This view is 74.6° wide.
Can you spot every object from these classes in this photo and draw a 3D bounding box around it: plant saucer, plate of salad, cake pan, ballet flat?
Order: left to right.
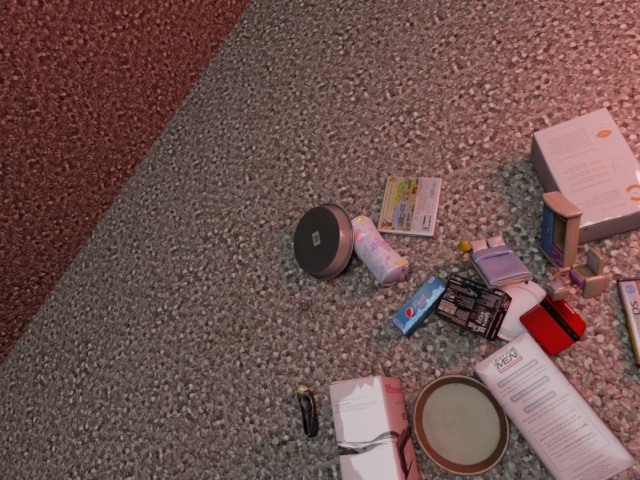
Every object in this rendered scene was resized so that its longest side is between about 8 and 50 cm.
[{"bbox_3d":[-0.046,0.581,1.440,0.057,0.049,0.173,-24,63,13],"label":"ballet flat"},{"bbox_3d":[0.000,0.000,1.572,0.293,0.054,0.294,-11,75,44],"label":"cake pan"},{"bbox_3d":[0.416,0.545,1.257,0.277,0.041,0.278,-8,68,20],"label":"plant saucer"},{"bbox_3d":[0.603,0.214,1.294,0.199,0.048,0.200,-8,70,21],"label":"plate of salad"}]

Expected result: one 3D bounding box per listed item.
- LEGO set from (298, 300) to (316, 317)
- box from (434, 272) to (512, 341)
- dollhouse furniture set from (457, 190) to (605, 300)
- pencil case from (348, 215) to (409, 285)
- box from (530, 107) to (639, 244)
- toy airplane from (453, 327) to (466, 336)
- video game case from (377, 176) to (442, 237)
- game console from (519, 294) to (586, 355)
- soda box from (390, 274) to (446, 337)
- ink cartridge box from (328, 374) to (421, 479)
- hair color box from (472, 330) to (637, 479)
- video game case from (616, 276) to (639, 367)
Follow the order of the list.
[{"bbox_3d":[-0.049,0.257,1.585,0.054,0.023,0.083,-37,74,10],"label":"LEGO set"},{"bbox_3d":[0.469,0.204,1.297,0.180,0.077,0.148,20,82,44],"label":"box"},{"bbox_3d":[0.576,0.027,1.201,0.303,0.198,0.286,-13,31,5],"label":"dollhouse furniture set"},{"bbox_3d":[0.194,0.034,1.504,0.124,0.113,0.273,-48,58,16],"label":"pencil case"},{"bbox_3d":[0.817,-0.189,1.284,0.214,0.168,0.346,-18,64,16],"label":"box"},{"bbox_3d":[0.478,0.238,1.352,0.151,0.028,0.151,-9,67,22],"label":"toy airplane"},{"bbox_3d":[0.331,-0.129,1.558,0.206,0.026,0.227,6,74,25],"label":"video game case"},{"bbox_3d":[0.681,0.238,1.232,0.124,0.085,0.144,-32,78,-39],"label":"game console"},{"bbox_3d":[0.333,0.220,1.397,0.210,0.071,0.067,-47,58,1],"label":"soda box"},{"bbox_3d":[0.167,0.603,1.203,0.166,0.285,0.396,-16,66,16],"label":"ink cartridge box"},{"bbox_3d":[0.615,0.454,1.140,0.185,0.113,0.375,-42,62,16],"label":"hair color box"},{"bbox_3d":[0.981,0.211,1.122,0.274,0.035,0.249,-7,63,23],"label":"video game case"}]
